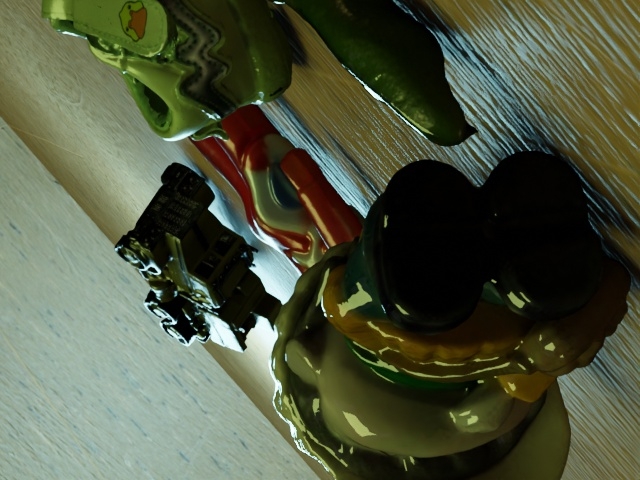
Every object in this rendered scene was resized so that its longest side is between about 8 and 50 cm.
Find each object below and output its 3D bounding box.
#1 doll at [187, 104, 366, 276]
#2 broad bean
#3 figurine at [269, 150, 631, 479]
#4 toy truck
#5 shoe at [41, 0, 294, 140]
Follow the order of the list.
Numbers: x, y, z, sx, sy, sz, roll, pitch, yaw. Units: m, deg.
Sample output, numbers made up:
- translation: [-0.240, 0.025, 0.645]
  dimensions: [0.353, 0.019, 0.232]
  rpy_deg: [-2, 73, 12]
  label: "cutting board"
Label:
- translation: [0.000, 0.000, 1.260]
  dimensions: [0.384, 0.099, 0.188]
  rpy_deg: [55, 171, 1]
  label: "doll"
- translation: [0.015, -0.117, 0.862]
  dimensions: [0.061, 0.046, 0.195]
  rpy_deg: [42, -178, -45]
  label: "broad bean"
- translation: [0.068, 0.040, 0.962]
  dimensions: [0.332, 0.185, 0.204]
  rpy_deg: [96, 167, -53]
  label: "figurine"
- translation: [-0.130, 0.031, 1.835]
  dimensions: [0.127, 0.127, 0.257]
  rpy_deg: [25, 159, 29]
  label: "toy truck"
- translation: [-0.104, -0.166, 1.028]
  dimensions: [0.140, 0.128, 0.262]
  rpy_deg: [19, 155, 42]
  label: "shoe"
